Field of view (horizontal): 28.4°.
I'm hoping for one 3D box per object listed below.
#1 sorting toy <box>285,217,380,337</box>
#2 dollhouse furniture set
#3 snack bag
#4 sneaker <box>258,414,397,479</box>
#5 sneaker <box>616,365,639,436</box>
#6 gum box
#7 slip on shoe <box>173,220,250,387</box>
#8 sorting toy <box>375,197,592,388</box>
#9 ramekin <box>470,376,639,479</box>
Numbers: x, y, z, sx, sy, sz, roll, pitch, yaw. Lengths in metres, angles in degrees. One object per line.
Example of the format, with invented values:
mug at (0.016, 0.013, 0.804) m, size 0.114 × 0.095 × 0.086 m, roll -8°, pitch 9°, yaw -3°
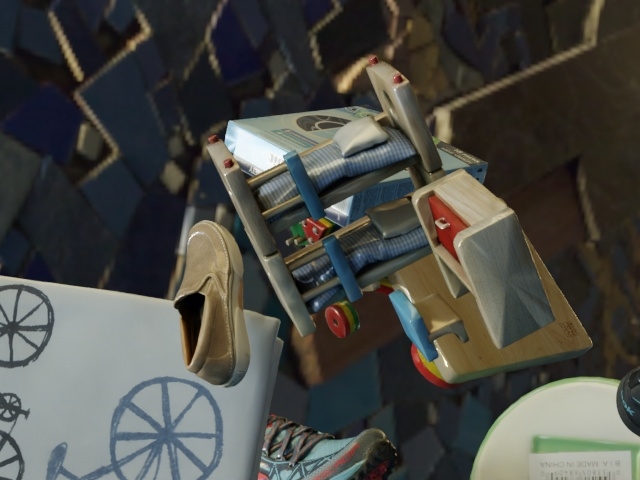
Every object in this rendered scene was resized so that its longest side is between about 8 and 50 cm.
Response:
sorting toy at (0.000, 0.000, 1.600) m, size 0.046 × 0.275 × 0.132 m, roll -26°, pitch -170°, yaw -27°
dollhouse furniture set at (0.028, -0.010, 0.759) m, size 0.129 × 0.129 × 0.184 m, roll -27°, pitch -155°, yaw -5°
snack bag at (-0.219, 0.186, 0.924) m, size 0.342 × 0.323 × 0.037 m, roll 10°, pitch 166°, yaw -1°
sneaker at (-0.049, 0.207, 1.162) m, size 0.262 × 0.125 × 0.104 m, roll -29°, pitch 167°, yaw 35°
sneaker at (0.395, 0.140, 1.102) m, size 0.267 × 0.101 × 0.106 m, roll -3°, pitch 155°, yaw 12°
gum box at (0.033, -0.071, 1.133) m, size 0.157 × 0.041 × 0.184 m, roll 30°, pitch -152°, yaw 36°
slip on shoe at (-0.083, 0.040, 0.891) m, size 0.041 × 0.135 × 0.051 m, roll 15°, pitch 140°, yaw -33°
sorting toy at (0.192, 0.077, 1.697) m, size 0.255 × 0.257 × 0.089 m, roll -6°, pitch 147°, yaw -37°
ramekin at (0.313, 0.298, 1.423) m, size 0.303 × 0.303 × 0.148 m, roll 2°, pitch 164°, yaw 30°
